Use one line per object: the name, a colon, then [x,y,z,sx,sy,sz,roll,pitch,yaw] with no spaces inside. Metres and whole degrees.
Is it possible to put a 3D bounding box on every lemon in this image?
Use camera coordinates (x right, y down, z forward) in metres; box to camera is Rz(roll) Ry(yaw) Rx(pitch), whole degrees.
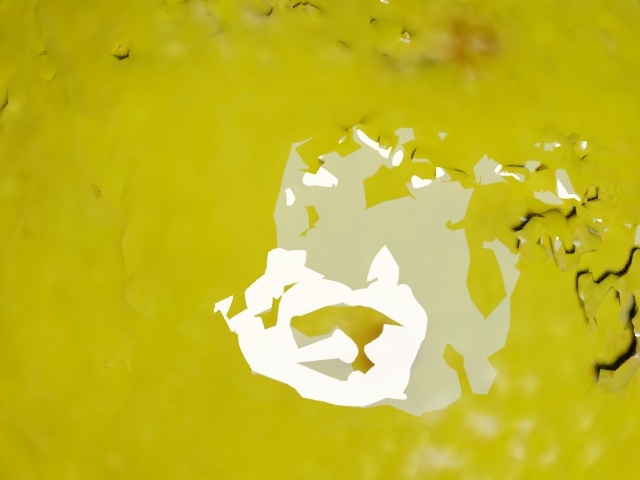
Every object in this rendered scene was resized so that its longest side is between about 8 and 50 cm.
lemon: [0.000,0.000,0.487,0.310,0.258,0.258,13,101,-25]
